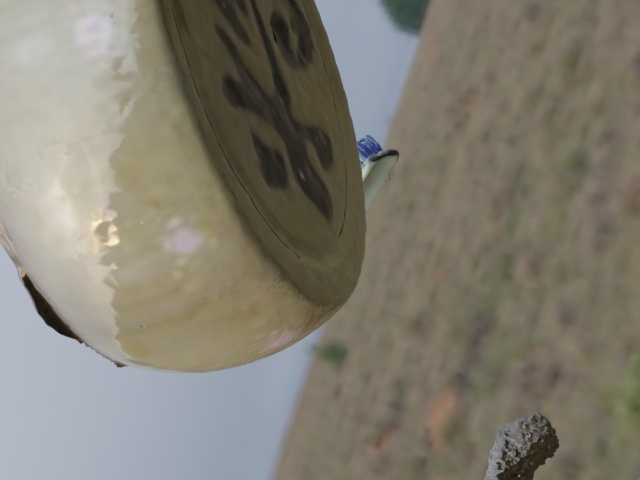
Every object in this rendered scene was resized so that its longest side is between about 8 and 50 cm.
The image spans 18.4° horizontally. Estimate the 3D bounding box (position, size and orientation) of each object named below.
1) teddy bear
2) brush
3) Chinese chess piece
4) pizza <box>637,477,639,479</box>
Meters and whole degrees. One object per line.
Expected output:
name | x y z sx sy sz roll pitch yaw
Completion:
teddy bear | 0.109 0.184 1.168 0.119 0.078 0.160 -56 -45 -38
brush | 0.000 0.000 1.366 0.033 0.030 0.178 -25 -28 -50
Chinese chess piece | -0.070 -0.067 0.889 0.257 0.104 0.257 -17 -90 -73
pizza | 0.079 0.126 0.551 0.297 0.189 0.071 -36 30 45
